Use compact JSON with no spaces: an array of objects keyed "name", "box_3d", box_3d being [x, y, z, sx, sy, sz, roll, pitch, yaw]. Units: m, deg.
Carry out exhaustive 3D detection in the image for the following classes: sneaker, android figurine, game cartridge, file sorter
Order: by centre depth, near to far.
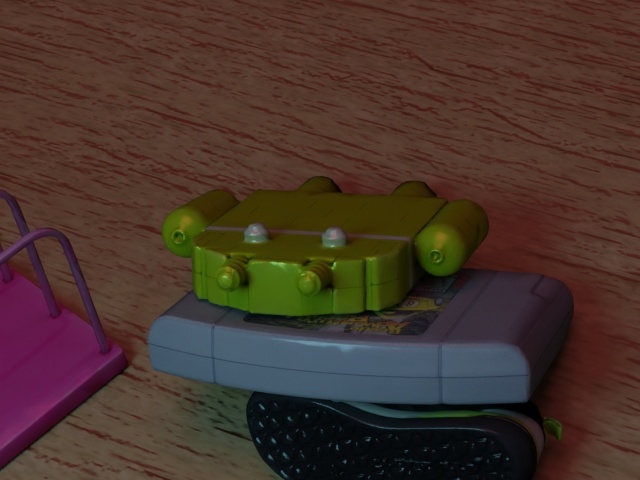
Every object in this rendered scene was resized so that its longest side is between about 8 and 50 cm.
[{"name":"sneaker","box_3d":[0.062,0.143,1.487,0.235,0.084,0.097,8,24,20]},{"name":"game cartridge","box_3d":[0.030,0.067,1.511,0.294,0.060,0.196,3,21,17]},{"name":"android figurine","box_3d":[0.000,0.000,1.557,0.248,0.056,0.273,4,16,19]},{"name":"file sorter","box_3d":[-0.340,0.036,1.601,0.202,0.182,0.291,-39,49,-24]}]
